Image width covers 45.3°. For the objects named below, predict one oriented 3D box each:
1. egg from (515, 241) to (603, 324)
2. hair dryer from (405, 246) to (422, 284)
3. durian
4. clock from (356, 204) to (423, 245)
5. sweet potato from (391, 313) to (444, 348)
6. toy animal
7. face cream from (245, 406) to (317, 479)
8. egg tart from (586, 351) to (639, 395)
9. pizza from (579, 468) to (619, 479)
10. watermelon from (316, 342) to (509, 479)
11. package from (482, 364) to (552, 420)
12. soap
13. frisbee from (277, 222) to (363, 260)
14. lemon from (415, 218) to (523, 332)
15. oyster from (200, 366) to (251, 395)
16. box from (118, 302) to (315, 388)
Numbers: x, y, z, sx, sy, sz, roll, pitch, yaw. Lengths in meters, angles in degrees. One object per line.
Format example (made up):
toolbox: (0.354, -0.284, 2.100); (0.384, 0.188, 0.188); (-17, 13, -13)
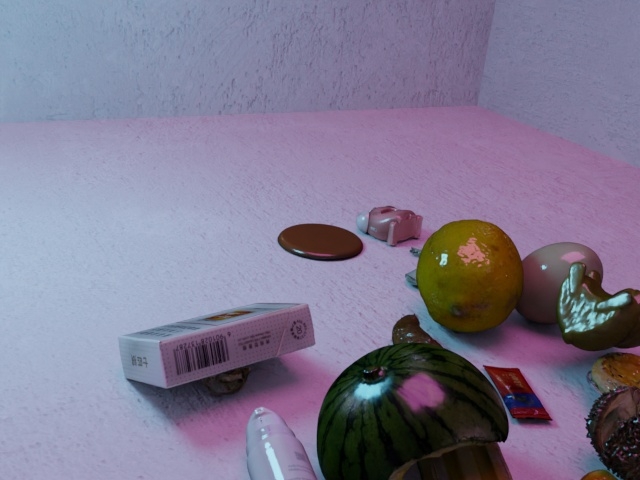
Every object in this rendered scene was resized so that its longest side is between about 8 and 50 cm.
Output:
egg: (0.573, 0.103, 1.867); (0.186, 0.241, 0.186); (31, 39, -29)
hair dryer: (0.293, 0.060, 2.126); (0.206, 0.075, 0.237); (-11, 20, -21)
durian: (0.561, 0.354, 1.342); (0.167, 0.196, 0.196); (-21, 22, 8)
clock: (0.207, -0.060, 2.330); (0.166, 0.093, 0.162); (-17, 29, -41)
sweet potato: (0.223, 0.247, 1.612); (0.114, 0.092, 0.341); (14, 19, -26)
toy animal: (0.668, 0.162, 1.712); (0.363, 0.180, 0.181); (8, 13, -43)
face cream: (-0.049, 0.393, 1.191); (0.102, 0.102, 0.345); (-2, 24, -17)
egg tart: (0.659, 0.314, 1.560); (0.234, 0.094, 0.234); (6, 19, -2)
pizza: (0.477, 0.449, 1.259); (0.134, 0.046, 0.175); (17, 26, 29)
watermelon: (0.135, 0.271, 1.296); (0.330, 0.189, 0.331); (-12, 24, 5)
package: (0.405, 0.313, 1.592); (0.083, 0.022, 0.200); (3, 22, -8)
soap: (0.244, 0.404, 1.272); (0.135, 0.076, 0.233); (4, 22, -4)
frisbee: (0.000, 0.000, 2.227); (0.251, 0.021, 0.251); (4, 22, -2)
lemon: (0.349, 0.088, 1.809); (0.258, 0.258, 0.310); (9, 29, 8)
oyster: (-0.187, 0.267, 1.499); (0.083, 0.081, 0.038); (30, -12, -5)
box: (-0.203, 0.199, 1.522); (0.330, 0.095, 0.210); (-13, 4, -35)
